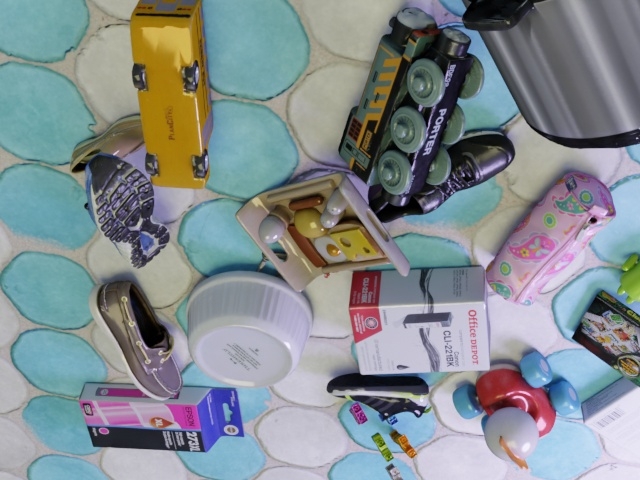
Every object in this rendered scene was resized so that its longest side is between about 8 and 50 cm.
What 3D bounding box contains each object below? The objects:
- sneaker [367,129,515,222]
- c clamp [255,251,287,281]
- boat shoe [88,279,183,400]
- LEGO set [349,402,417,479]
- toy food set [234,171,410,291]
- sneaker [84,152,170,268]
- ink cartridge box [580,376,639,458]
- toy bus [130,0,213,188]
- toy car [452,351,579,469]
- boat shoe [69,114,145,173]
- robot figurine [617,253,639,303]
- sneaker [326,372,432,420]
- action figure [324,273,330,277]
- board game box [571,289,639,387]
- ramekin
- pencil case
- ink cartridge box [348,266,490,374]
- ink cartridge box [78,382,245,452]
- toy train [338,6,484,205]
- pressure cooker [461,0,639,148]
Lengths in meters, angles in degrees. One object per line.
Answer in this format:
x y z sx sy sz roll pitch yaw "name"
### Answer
0.220 -0.099 1.783 0.283 0.124 0.107 -20 124 22 "sneaker"
-0.112 0.074 2.039 0.137 0.022 0.161 27 128 -14 "c clamp"
-0.378 0.219 2.138 0.096 0.116 0.324 -14 120 22 "boat shoe"
0.152 0.451 2.271 0.087 0.093 0.227 -31 95 -11 "LEGO set"
0.000 0.000 1.848 0.306 0.092 0.220 -10 125 48 "toy food set"
-0.390 -0.067 1.841 0.147 0.130 0.330 39 161 18 "sneaker"
0.749 0.365 2.135 0.239 0.060 0.275 33 125 -19 "ink cartridge box"
-0.253 -0.253 1.718 0.108 0.130 0.333 3 130 5 "toy bus"
0.417 0.401 2.094 0.219 0.238 0.210 -31 119 29 "toy car"
-0.390 -0.169 1.844 0.190 0.072 0.068 -25 122 25 "boat shoe"
0.628 0.073 1.906 0.101 0.067 0.115 49 126 7 "robot figurine"
0.129 0.354 2.177 0.234 0.084 0.097 2 105 6 "sneaker"
0.037 0.038 1.986 0.038 0.030 0.115 23 131 -16 "action figure"
0.637 0.223 1.964 0.259 0.030 0.136 38 131 22 "board game box"
-0.154 0.197 2.061 0.273 0.127 0.273 3 135 3 "ramekin"
0.428 0.000 1.841 0.124 0.124 0.284 26 129 -13 "pencil case"
0.207 0.165 2.009 0.273 0.114 0.197 -4 128 10 "ink cartridge box"
-0.373 0.421 2.338 0.371 0.069 0.176 0 129 5 "ink cartridge box"
0.145 -0.223 1.659 0.142 0.190 0.334 -17 138 -38 "toy train"
0.379 -0.388 1.368 0.375 0.370 0.420 -23 126 20 "pressure cooker"
